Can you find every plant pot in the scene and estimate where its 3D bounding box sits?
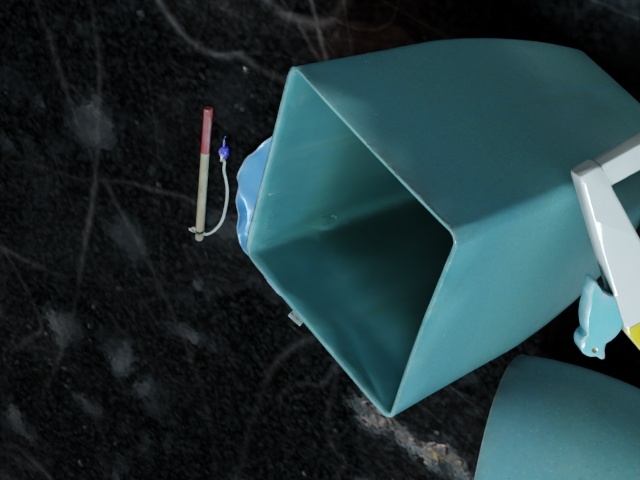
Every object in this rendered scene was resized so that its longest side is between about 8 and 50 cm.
[{"bbox_3d":[0.225,0.235,1.172,0.196,0.290,0.290,5,124,18],"label":"plant pot"},{"bbox_3d":[0.103,-0.031,1.067,0.165,0.234,0.165,48,141,29],"label":"plant pot"}]

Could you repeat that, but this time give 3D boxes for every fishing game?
[{"bbox_3d":[0.000,0.000,1.327,0.264,0.041,0.189,25,130,22],"label":"fishing game"}]

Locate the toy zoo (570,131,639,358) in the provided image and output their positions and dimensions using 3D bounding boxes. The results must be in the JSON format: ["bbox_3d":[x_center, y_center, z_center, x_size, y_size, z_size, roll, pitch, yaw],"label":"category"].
[{"bbox_3d":[0.281,-0.009,0.969,0.293,0.030,0.192,-30,104,3],"label":"toy zoo"}]
